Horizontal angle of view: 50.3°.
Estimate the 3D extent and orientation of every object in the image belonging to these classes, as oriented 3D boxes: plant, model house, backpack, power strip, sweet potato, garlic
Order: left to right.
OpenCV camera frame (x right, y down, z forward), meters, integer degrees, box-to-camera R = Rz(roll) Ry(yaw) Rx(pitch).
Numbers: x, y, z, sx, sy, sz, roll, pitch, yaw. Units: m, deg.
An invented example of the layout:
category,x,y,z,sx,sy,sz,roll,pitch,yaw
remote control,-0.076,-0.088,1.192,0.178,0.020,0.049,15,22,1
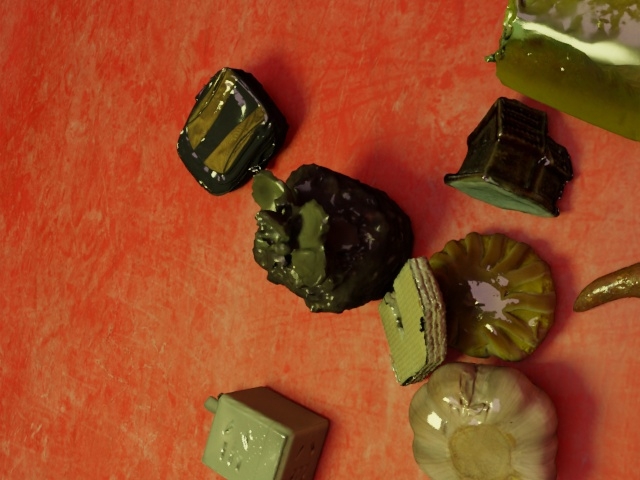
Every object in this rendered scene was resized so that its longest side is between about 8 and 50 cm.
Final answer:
category,x,y,z,sx,sy,sz,roll,pitch,yaw
backpack,-0.177,-0.198,1.314,0.258,0.133,0.206,-45,74,29
power strip,-0.121,0.351,1.230,0.224,0.139,0.140,19,98,31
plant,0.000,0.000,1.077,0.215,0.312,0.213,35,108,26
garlic,0.238,0.280,0.998,0.228,0.152,0.228,7,106,25
model house,0.298,-0.127,1.031,0.165,0.106,0.152,22,87,-4
sweet potato,0.469,0.064,0.925,0.255,0.058,0.078,-3,106,36

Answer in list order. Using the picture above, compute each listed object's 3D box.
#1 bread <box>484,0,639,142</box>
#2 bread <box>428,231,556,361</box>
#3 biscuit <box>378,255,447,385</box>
category,x,y,z,sx,sy,sz,roll,pitch,yaw
bread,0.416,-0.271,0.902,0.376,0.208,0.251,33,109,26
bread,0.249,0.083,1.036,0.213,0.104,0.213,-5,81,33
biscuit,0.141,0.128,1.038,0.046,0.250,0.147,-12,68,-10
